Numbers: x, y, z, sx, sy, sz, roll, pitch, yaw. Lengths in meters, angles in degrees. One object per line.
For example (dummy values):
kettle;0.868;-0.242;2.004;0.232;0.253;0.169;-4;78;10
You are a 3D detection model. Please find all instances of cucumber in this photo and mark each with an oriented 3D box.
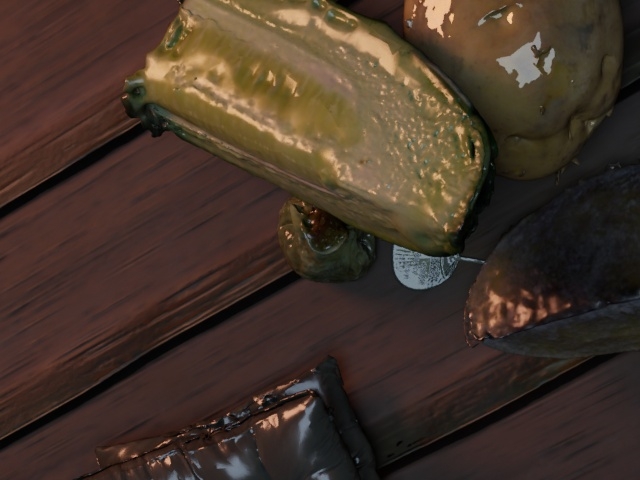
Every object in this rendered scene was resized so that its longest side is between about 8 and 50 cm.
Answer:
cucumber;0.013;-0.085;1.249;0.325;0.105;0.145;28;85;38

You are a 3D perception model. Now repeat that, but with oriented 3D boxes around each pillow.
pillow;-0.035;0.282;1.373;0.228;0.101;0.326;-22;94;16

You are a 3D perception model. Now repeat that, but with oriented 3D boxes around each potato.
potato;0.242;0.015;1.275;0.261;0.100;0.120;-17;55;31
potato;0.139;-0.161;1.242;0.161;0.128;0.235;9;95;11

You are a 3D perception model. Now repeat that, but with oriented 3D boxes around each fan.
fan;0.089;0.005;1.344;0.080;0.003;0.060;-20;93;18

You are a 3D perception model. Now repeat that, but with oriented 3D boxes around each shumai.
shumai;0.000;0.000;1.328;0.082;0.080;0.083;-39;89;19
